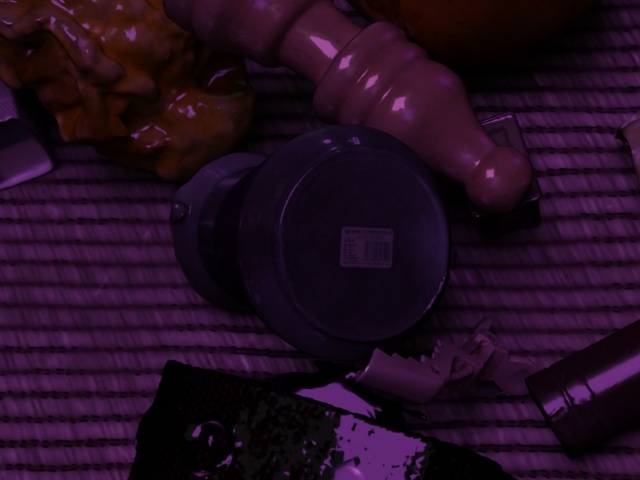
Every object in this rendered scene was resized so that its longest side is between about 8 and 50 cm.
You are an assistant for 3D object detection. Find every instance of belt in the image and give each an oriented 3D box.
[{"bbox_3d":[0.004,0.172,1.329,0.289,0.184,0.164,17,79,20],"label":"belt"}]

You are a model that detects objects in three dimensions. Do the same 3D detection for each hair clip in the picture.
[{"bbox_3d":[0.097,0.098,1.343,0.072,0.226,0.034,44,112,18],"label":"hair clip"}]

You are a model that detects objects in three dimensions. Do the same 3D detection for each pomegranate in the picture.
[{"bbox_3d":[0.127,-0.275,1.484,0.264,0.264,0.264,-5,63,11],"label":"pomegranate"}]

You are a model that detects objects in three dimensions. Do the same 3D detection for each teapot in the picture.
[{"bbox_3d":[0.000,0.000,1.393,0.203,0.225,0.171,9,89,-25],"label":"teapot"}]

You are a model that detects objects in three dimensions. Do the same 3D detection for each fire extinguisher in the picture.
[{"bbox_3d":[0.292,0.082,1.375,0.267,0.072,0.089,-28,106,1],"label":"fire extinguisher"}]

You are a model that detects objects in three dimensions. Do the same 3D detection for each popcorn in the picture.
[{"bbox_3d":[-0.193,-0.184,1.530,0.174,0.225,0.286,-45,59,35],"label":"popcorn"}]

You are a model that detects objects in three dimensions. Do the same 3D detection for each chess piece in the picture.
[{"bbox_3d":[0.034,-0.126,1.409,0.307,0.139,0.124,38,73,9],"label":"chess piece"}]

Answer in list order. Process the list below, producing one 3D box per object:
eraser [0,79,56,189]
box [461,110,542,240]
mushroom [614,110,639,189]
[{"bbox_3d":[-0.338,-0.235,1.660,0.098,0.096,0.404,-21,62,3],"label":"eraser"},{"bbox_3d":[0.144,-0.050,1.475,0.060,0.063,0.085,-19,63,6],"label":"box"},{"bbox_3d":[0.392,-0.104,1.435,0.312,0.081,0.100,-17,56,7],"label":"mushroom"}]
